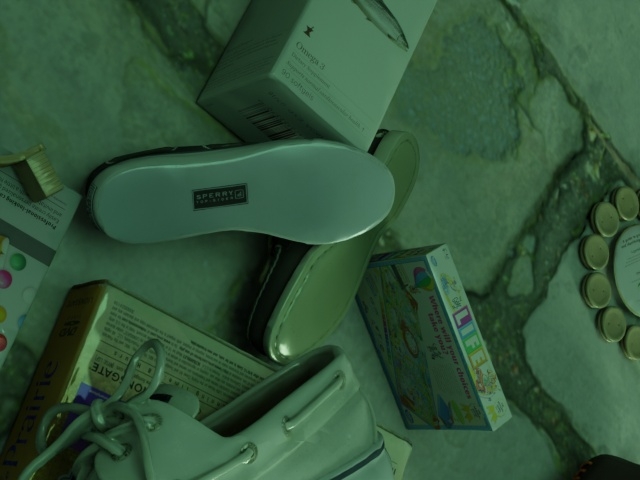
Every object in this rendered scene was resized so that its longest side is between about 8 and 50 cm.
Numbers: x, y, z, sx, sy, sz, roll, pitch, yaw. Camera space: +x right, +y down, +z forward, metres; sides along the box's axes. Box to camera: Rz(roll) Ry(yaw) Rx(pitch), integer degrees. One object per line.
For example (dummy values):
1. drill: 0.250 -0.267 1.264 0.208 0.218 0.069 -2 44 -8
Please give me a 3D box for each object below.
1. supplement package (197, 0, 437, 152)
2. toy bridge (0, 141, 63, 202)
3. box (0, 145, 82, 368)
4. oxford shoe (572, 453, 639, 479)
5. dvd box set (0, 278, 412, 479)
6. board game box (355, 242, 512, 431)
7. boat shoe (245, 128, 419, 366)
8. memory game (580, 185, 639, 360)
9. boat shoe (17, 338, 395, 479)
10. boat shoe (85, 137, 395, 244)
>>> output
1. supplement package: 0.003 -0.158 0.949 0.105 0.105 0.179 38 62 -27
2. toy bridge: -0.248 -0.019 0.739 0.188 0.026 0.063 -35 103 -35
3. box: -0.256 0.016 0.768 0.145 0.038 0.186 34 65 -28
4. oxford shoe: 0.244 0.257 1.106 0.271 0.097 0.098 1 50 -31
5. dvd box set: -0.112 0.280 0.828 0.308 0.062 0.420 31 66 -31
6. board game box: 0.087 0.082 0.981 0.026 0.103 0.154 -28 101 -37
7. boat shoe: 0.000 0.000 0.952 0.227 0.069 0.081 -57 146 -27
8. memory game: 0.330 0.033 1.233 0.186 0.012 0.186 6 80 -36
9. boat shoe: -0.101 0.140 0.732 0.367 0.136 0.156 -19 95 -41
10. boat shoe: -0.061 -0.038 0.878 0.229 0.076 0.080 -8 110 -19
